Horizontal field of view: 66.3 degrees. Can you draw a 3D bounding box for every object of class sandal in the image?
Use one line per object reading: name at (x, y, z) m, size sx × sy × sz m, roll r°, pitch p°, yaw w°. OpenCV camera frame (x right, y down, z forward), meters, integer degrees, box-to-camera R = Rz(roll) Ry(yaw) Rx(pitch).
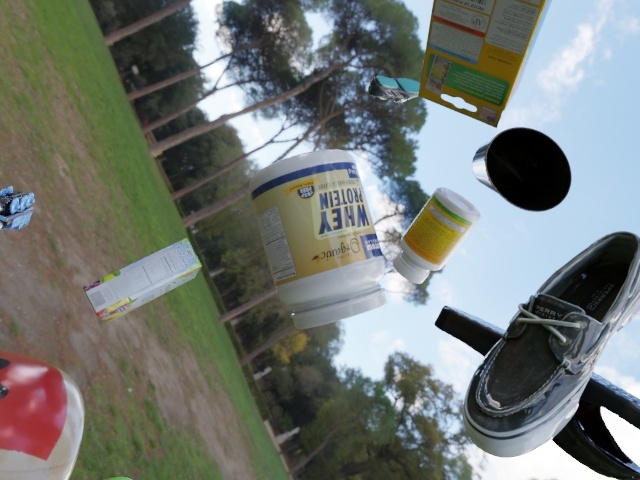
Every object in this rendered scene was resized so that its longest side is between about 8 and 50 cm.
sandal at (0.342, 0.226, 0.686) m, size 0.167 × 0.107 × 0.445 m, roll 22°, pitch 3°, yaw -38°

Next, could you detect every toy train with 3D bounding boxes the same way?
toy train at (-0.813, -0.077, 1.279) m, size 0.184 × 0.080 × 0.105 m, roll -128°, pitch -122°, yaw -73°

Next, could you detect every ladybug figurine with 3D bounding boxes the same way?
ladybug figurine at (-0.493, 0.285, 0.666) m, size 0.449 × 0.305 × 0.162 m, roll 26°, pitch -36°, yaw 59°

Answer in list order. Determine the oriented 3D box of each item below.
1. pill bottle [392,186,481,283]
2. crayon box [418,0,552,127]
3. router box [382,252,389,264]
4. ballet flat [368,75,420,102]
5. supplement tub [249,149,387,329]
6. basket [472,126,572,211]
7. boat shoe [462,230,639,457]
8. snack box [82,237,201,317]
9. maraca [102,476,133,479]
pill bottle at (0.300, -0.007, 1.309) m, size 0.246 × 0.136 × 0.136 m, roll -58°, pitch -133°, yaw 26°
crayon box at (0.323, -0.402, 0.997) m, size 0.203 × 0.083 × 0.323 m, roll 29°, pitch -25°, yaw 18°
router box at (0.076, -0.055, 1.625) m, size 0.243 × 0.081 × 0.309 m, roll 45°, pitch 7°, yaw -44°
ballet flat at (0.224, -0.455, 1.483) m, size 0.074 × 0.203 × 0.074 m, roll 11°, pitch -77°, yaw 53°
supplement tub at (0.000, 0.000, 0.988) m, size 0.228 × 0.228 × 0.317 m, roll 142°, pitch -68°, yaw -78°
basket at (0.443, -0.174, 1.142) m, size 0.204 × 0.154 × 0.227 m, roll 41°, pitch 11°, yaw -7°
boat shoe at (0.286, 0.108, 0.607) m, size 0.121 × 0.335 × 0.119 m, roll 23°, pitch -32°, yaw 47°
snack box at (-0.352, 0.083, 0.986) m, size 0.070 × 0.207 × 0.174 m, roll 60°, pitch -21°, yaw 1°
maraca at (-0.416, 0.523, 0.908) m, size 0.099 × 0.186 × 0.127 m, roll 20°, pitch -27°, yaw 54°
